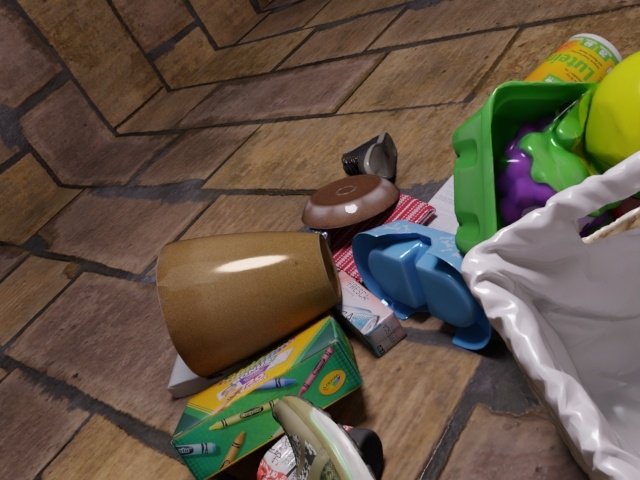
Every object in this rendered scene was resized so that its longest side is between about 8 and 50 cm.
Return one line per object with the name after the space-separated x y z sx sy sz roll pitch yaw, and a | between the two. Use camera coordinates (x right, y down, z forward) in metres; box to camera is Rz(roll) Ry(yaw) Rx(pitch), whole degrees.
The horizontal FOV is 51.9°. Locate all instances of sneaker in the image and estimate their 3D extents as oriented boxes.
0.000 0.000 1.255 0.052 0.058 0.135 -11 27 18 | sneaker
0.096 -0.162 1.449 0.118 0.083 0.222 -25 13 24 | sneaker
0.005 0.335 0.665 0.182 0.158 0.410 -27 45 -7 | sneaker
-0.032 0.352 0.835 0.145 0.090 0.270 -7 36 38 | sneaker

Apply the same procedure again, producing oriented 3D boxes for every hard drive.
-0.175 0.154 1.292 0.203 0.040 0.307 -21 33 19 | hard drive

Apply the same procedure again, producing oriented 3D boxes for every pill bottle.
0.439 -0.262 1.229 0.246 0.136 0.136 -42 32 -16 | pill bottle

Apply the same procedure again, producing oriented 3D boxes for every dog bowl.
0.168 0.056 1.012 0.074 0.165 0.297 -34 29 -24 | dog bowl

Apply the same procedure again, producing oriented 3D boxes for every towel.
0.083 -0.022 1.278 0.199 0.031 0.275 -46 29 -7 | towel

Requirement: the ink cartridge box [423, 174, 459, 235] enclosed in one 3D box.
0.267 -0.036 1.144 0.224 0.045 0.223 -46 32 -6 | ink cartridge box

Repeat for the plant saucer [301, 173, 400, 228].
0.053 -0.084 1.275 0.199 0.036 0.198 -15 23 6 | plant saucer

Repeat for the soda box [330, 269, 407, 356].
0.065 0.118 1.106 0.063 0.058 0.183 -38 30 -9 | soda box

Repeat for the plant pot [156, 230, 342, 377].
-0.101 0.082 1.096 0.255 0.237 0.237 -16 33 9 | plant pot

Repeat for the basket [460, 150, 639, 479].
0.357 0.106 0.574 0.328 0.266 0.331 -31 51 4 | basket

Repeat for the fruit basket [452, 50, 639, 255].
0.370 -0.084 0.770 0.393 0.282 0.392 -2 5 0 | fruit basket

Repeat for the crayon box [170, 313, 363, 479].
-0.077 0.231 0.999 0.279 0.081 0.165 -32 7 2 | crayon box
